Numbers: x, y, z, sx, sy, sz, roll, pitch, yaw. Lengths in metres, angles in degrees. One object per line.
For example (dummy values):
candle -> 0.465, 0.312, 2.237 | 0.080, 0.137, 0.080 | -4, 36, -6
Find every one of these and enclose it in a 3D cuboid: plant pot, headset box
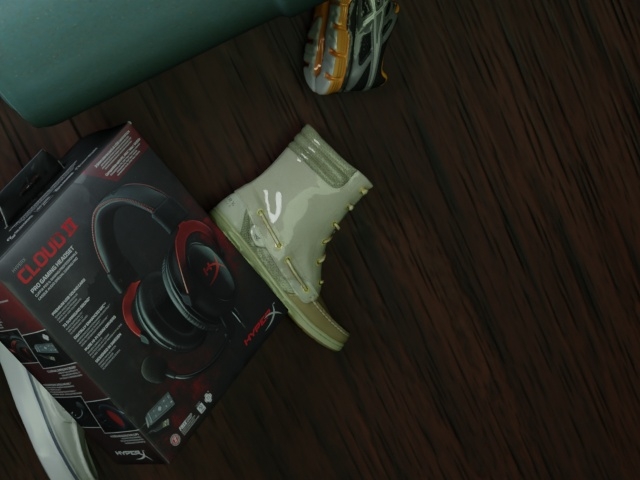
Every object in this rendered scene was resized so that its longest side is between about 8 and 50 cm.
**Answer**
plant pot -> -0.178, -0.290, 1.322 | 0.334, 0.341, 0.341 | -30, 110, 2
headset box -> -0.204, 0.044, 1.449 | 0.293, 0.110, 0.218 | 51, 56, -20

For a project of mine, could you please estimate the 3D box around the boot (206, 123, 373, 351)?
boot -> 0.000, 0.000, 1.561 | 0.165, 0.077, 0.213 | -43, 110, -5

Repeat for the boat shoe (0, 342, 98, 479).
boat shoe -> -0.269, 0.144, 1.514 | 0.088, 0.096, 0.267 | -20, 100, -5

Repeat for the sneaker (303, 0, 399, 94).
sneaker -> 0.042, -0.253, 1.513 | 0.083, 0.084, 0.214 | 4, 106, -30
